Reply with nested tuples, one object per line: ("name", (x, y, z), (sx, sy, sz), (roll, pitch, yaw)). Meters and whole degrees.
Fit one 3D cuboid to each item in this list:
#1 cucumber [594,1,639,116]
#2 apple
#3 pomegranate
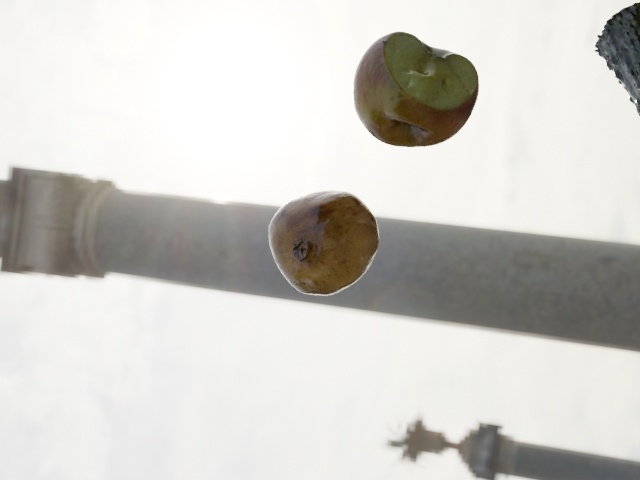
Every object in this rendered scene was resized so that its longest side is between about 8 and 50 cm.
("cucumber", (0.431, -0.118, 1.497), (0.359, 0.096, 0.096), (63, -176, 31))
("apple", (0.144, -0.233, 2.071), (0.160, 0.195, 0.173), (-34, 39, 62))
("pomegranate", (0.000, 0.000, 2.597), (0.215, 0.215, 0.215), (7, -90, -68))
